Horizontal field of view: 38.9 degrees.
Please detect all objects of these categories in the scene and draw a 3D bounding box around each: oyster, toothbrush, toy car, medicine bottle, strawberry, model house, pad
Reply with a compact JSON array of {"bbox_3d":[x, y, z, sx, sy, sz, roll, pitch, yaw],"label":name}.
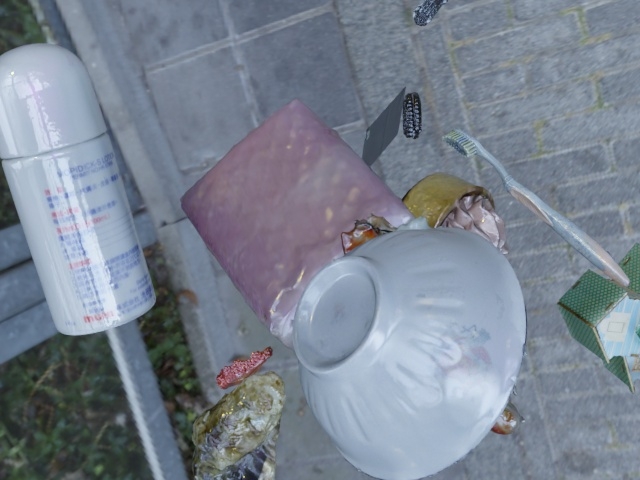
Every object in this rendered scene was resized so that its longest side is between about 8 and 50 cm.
[{"bbox_3d":[-0.130,0.359,1.446,0.166,0.094,0.294,-5,85,16],"label":"oyster"},{"bbox_3d":[0.308,-0.056,1.316,0.375,0.037,0.028,47,150,34],"label":"toothbrush"},{"bbox_3d":[0.217,-0.467,1.806,0.093,0.025,0.041,-49,125,-3],"label":"toy car"},{"bbox_3d":[-0.304,-0.065,1.090,0.130,0.130,0.340,-5,108,26],"label":"medicine bottle"},{"bbox_3d":[-0.166,0.284,1.994,0.152,0.104,0.048,-29,78,20],"label":"strawberry"},{"bbox_3d":[0.551,0.142,1.633,0.207,0.178,0.270,7,107,-15],"label":"model house"},{"bbox_3d":[0.120,-0.207,1.735,0.004,0.193,0.116,22,132,16],"label":"pad"}]

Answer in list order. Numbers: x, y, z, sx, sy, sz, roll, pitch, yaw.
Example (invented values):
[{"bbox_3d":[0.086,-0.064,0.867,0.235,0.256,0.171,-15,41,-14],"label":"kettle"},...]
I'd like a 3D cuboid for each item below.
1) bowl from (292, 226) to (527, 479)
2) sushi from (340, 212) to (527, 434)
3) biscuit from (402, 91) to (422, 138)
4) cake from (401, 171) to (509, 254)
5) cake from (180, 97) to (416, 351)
[{"bbox_3d":[0.037,0.062,0.621,0.189,0.086,0.189,-28,49,37],"label":"bowl"},{"bbox_3d":[0.111,0.058,0.772,0.226,0.097,0.103,58,145,15],"label":"sushi"},{"bbox_3d":[0.139,-0.183,1.375,0.027,0.089,0.087,-2,142,2],"label":"biscuit"},{"bbox_3d":[0.220,0.007,1.455,0.178,0.185,0.207,38,141,29],"label":"cake"},{"bbox_3d":[0.000,0.000,1.178,0.230,0.237,0.309,-39,52,1],"label":"cake"}]
